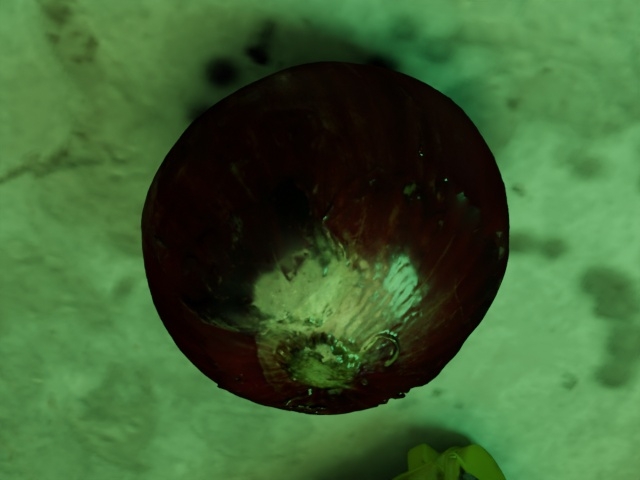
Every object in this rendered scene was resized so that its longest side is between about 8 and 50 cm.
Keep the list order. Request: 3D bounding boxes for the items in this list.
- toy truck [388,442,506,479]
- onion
[{"bbox_3d":[0.000,0.175,0.830,0.227,0.098,0.114,-30,122,24],"label":"toy truck"},{"bbox_3d":[0.000,0.000,0.649,0.131,0.131,0.131,1,134,1],"label":"onion"}]
